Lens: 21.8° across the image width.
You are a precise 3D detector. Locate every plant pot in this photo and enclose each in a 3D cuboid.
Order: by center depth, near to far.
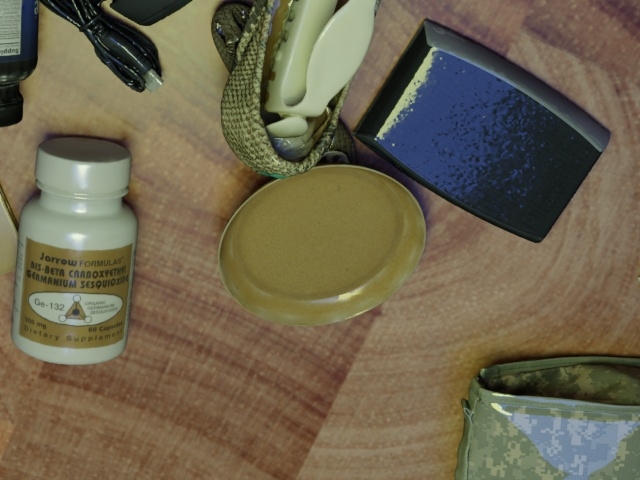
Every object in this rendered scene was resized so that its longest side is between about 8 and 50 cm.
[{"bbox_3d":[0.000,0.000,1.861,0.236,0.032,0.236,-7,132,-8],"label":"plant pot"}]

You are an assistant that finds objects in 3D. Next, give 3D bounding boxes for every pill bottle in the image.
[{"bbox_3d":[-0.357,-0.235,1.748,0.122,0.123,0.219,3,109,-5],"label":"pill bottle"},{"bbox_3d":[-0.268,0.010,1.831,0.131,0.131,0.229,6,108,-6],"label":"pill bottle"}]

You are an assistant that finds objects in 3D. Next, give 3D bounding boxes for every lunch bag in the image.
[{"bbox_3d":[0.291,0.264,1.935,0.287,0.169,0.235,2,109,-9],"label":"lunch bag"}]

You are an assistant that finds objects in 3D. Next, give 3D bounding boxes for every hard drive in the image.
[{"bbox_3d":[0.184,-0.114,1.860,0.254,0.054,0.172,30,104,-13],"label":"hard drive"}]

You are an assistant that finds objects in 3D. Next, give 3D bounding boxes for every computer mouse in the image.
[{"bbox_3d":[-0.161,-0.298,1.767,0.272,0.072,0.188,-41,105,10],"label":"computer mouse"}]

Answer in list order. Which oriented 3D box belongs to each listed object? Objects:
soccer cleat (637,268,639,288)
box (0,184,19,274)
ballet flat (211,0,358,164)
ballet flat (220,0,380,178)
[{"bbox_3d":[0.395,0.060,1.948,0.035,0.029,0.083,-17,112,-7],"label":"soccer cleat"},{"bbox_3d":[-0.448,-0.016,1.869,0.201,0.021,0.164,-19,109,3],"label":"box"},{"bbox_3d":[-0.040,-0.153,1.830,0.084,0.058,0.250,-31,107,5],"label":"ballet flat"},{"bbox_3d":[0.022,-0.289,1.693,0.164,0.182,0.483,12,99,-22],"label":"ballet flat"}]
